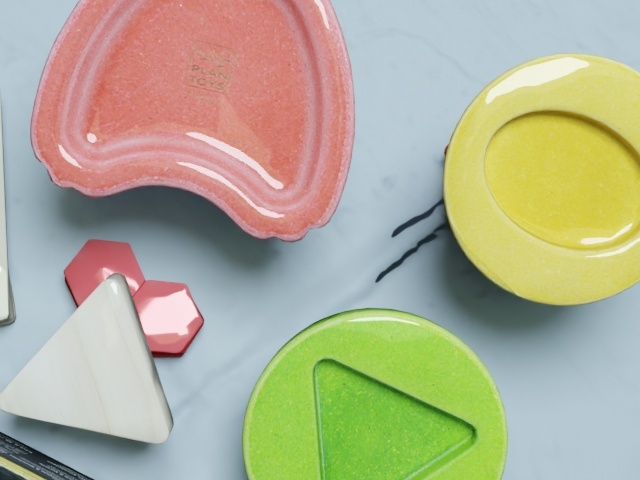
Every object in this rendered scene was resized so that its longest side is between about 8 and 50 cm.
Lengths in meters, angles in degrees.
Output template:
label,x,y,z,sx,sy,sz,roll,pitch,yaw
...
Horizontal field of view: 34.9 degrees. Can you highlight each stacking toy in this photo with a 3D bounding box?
label,x,y,z,sx,sy,sz,roll,pitch,yaw
stacking toy,0.000,0.000,0.548,0.309,0.130,0.279,23,96,-4

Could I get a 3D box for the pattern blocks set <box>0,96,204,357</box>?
label,x,y,z,sx,sy,sz,roll,pitch,yaw
pattern blocks set,-0.252,-0.009,0.541,0.325,0.026,0.285,-20,80,-12

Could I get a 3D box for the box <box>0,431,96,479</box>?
label,x,y,z,sx,sy,sz,roll,pitch,yaw
box,-0.127,0.235,0.423,0.322,0.079,0.257,24,81,13
